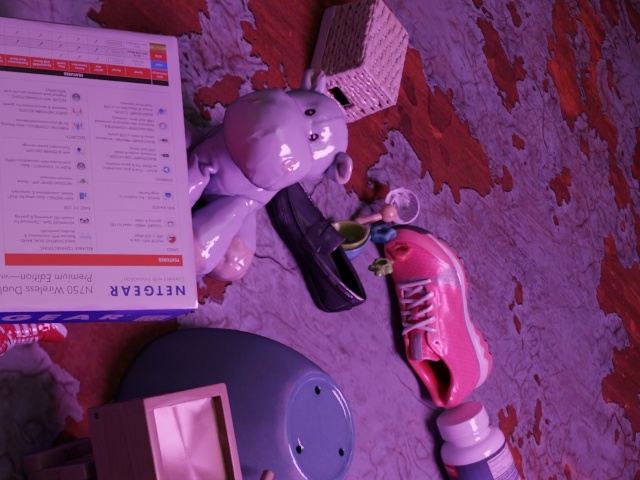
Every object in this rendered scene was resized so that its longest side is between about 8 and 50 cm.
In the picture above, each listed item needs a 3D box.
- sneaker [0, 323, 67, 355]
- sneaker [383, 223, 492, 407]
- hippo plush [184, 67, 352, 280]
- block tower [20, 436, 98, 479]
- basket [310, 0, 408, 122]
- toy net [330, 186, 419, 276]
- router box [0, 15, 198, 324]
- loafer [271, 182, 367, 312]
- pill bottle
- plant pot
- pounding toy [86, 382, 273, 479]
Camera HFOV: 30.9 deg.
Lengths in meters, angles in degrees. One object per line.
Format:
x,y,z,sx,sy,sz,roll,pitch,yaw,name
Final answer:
-0.320,0.103,1.209,0.118,0.042,0.067,26,54,-39,sneaker
0.177,0.124,1.830,0.136,0.116,0.313,-44,115,-49,sneaker
-0.073,-0.079,1.444,0.294,0.237,0.234,-7,84,-55,hippo plush
-0.220,0.376,1.211,0.091,0.097,0.335,-8,84,-56,block tower
0.063,-0.287,1.819,0.113,0.103,0.167,43,46,-40,basket
0.102,-0.028,1.773,0.232,0.122,0.045,-45,141,-45,toy net
-0.300,-0.069,1.160,0.336,0.082,0.301,2,77,-32,router box
0.000,0.000,1.656,0.076,0.078,0.223,-46,116,-51,loafer
0.254,0.356,1.864,0.108,0.108,0.180,-38,109,-52,pill bottle
-0.075,0.234,1.373,0.290,0.195,0.290,24,60,-49,plant pot
-0.138,0.259,1.204,0.181,0.094,0.206,-3,81,-56,pounding toy
